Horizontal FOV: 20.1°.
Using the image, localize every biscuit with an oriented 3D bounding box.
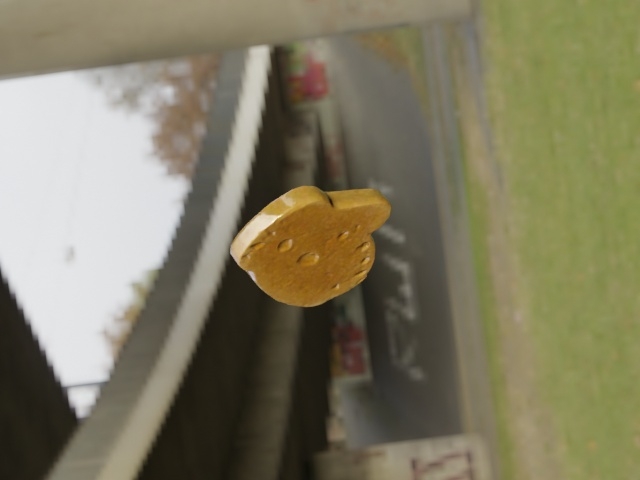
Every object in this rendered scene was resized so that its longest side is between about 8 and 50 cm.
[{"bbox_3d":[-0.001,-0.001,1.349,0.023,0.118,0.140,59,-177,33],"label":"biscuit"}]
